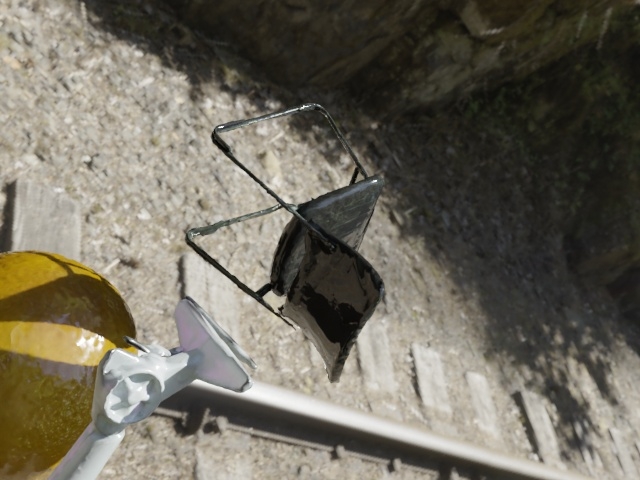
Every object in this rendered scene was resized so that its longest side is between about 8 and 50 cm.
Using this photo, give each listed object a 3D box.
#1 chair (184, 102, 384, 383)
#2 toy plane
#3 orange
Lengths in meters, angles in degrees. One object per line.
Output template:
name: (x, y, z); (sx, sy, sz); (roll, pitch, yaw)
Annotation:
chair: (0.000, 0.000, 0.704); (0.145, 0.140, 0.221); (-21, 55, -39)
toy plane: (-0.132, 0.149, 0.293); (0.107, 0.273, 0.182); (33, 20, -49)
orange: (-0.290, 0.123, 0.728); (0.236, 0.236, 0.236); (36, 38, -34)
